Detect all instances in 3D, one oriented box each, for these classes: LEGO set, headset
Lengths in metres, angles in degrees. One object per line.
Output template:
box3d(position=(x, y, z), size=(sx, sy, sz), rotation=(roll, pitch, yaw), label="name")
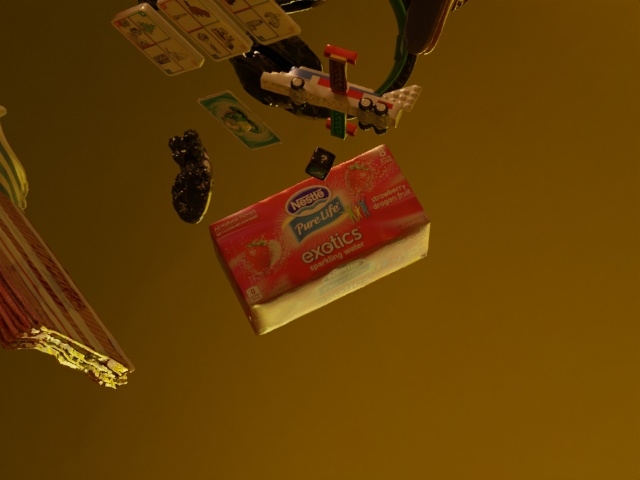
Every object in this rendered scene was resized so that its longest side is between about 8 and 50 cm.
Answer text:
box3d(position=(-0.038, -0.146, 1.173), size=(0.244, 0.182, 0.060), rotation=(42, -122, -30), label="LEGO set")
box3d(position=(-0.052, -0.298, 1.828), size=(0.394, 0.243, 0.185), rotation=(8, 178, -11), label="headset")

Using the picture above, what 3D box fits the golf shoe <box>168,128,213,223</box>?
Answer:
box3d(position=(-0.215, -0.101, 2.373), size=(0.094, 0.077, 0.198), rotation=(56, -157, -51), label="golf shoe")

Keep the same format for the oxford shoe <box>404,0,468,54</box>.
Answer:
box3d(position=(0.176, -0.339, 1.851), size=(0.076, 0.212, 0.076), rotation=(32, 160, -33), label="oxford shoe")

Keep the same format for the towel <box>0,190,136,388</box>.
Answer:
box3d(position=(-0.277, 0.019, 1.200), size=(0.237, 0.037, 0.329), rotation=(53, 178, 14), label="towel")

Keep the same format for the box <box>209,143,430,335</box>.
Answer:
box3d(position=(0.000, 0.000, 1.723), size=(0.128, 0.257, 0.122), rotation=(62, 172, 21), label="box")

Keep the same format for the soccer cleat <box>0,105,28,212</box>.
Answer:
box3d(position=(-0.438, -0.034, 1.819), size=(0.143, 0.116, 0.331), rotation=(-16, -84, -64), label="soccer cleat")
